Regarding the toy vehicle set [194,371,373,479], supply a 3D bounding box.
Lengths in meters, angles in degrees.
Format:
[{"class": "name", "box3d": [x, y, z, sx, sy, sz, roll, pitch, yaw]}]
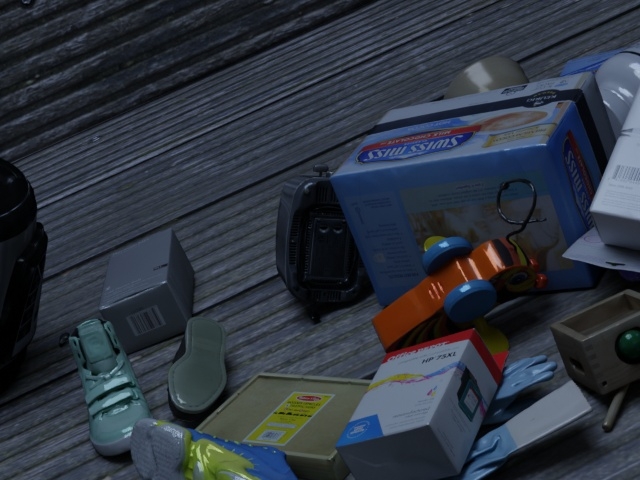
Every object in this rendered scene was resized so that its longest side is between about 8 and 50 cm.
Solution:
[{"class": "toy vehicle set", "box3d": [-0.032, 0.236, 1.855, 0.267, 0.035, 0.166, 0, 29, 43]}]

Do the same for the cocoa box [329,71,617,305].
[{"class": "cocoa box", "box3d": [0.234, -0.067, 2.059, 0.347, 0.231, 0.228, -7, 26, 33]}]

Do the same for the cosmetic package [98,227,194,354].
[{"class": "cosmetic package", "box3d": [-0.284, 0.081, 2.384, 0.127, 0.107, 0.238, -23, 24, 4]}]

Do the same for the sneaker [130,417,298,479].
[{"class": "sneaker", "box3d": [-0.119, 0.279, 1.734, 0.240, 0.091, 0.126, 27, 19, 37]}]

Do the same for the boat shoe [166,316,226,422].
[{"class": "boat shoe", "box3d": [-0.178, 0.196, 2.056, 0.081, 0.068, 0.227, 19, 28, -6]}]

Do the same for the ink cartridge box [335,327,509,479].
[{"class": "ink cartridge box", "box3d": [0.125, 0.186, 1.693, 0.134, 0.078, 0.231, -20, 22, 33]}]

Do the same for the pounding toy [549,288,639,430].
[{"class": "pounding toy", "box3d": [0.346, 0.136, 1.677, 0.130, 0.100, 0.141, -24, 10, -7]}]

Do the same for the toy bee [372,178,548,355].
[{"class": "toy bee", "box3d": [0.219, 0.063, 1.890, 0.162, 0.195, 0.298, 17, -30, -43]}]

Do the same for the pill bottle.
[{"class": "pill bottle", "box3d": [0.554, -0.241, 2.244, 0.323, 0.181, 0.181, -31, 23, -21]}]

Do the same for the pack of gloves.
[{"class": "pack of gloves", "box3d": [0.196, 0.228, 1.668, 0.232, 0.046, 0.195, -32, 20, 3]}]

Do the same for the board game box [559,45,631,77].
[{"class": "board game box", "box3d": [0.577, -0.324, 2.639, 0.281, 0.027, 0.145, -10, 22, 27]}]

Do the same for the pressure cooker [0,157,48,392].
[{"class": "pressure cooker", "box3d": [-0.652, 0.083, 2.342, 0.370, 0.420, 0.375, -14, 34, -41]}]

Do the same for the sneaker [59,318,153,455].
[{"class": "sneaker", "box3d": [-0.311, 0.201, 2.050, 0.094, 0.151, 0.256, -23, 22, -8]}]

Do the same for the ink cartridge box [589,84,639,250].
[{"class": "ink cartridge box", "box3d": [0.457, -0.092, 1.833, 0.159, 0.092, 0.218, 13, 67, 29]}]

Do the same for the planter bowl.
[{"class": "planter bowl", "box3d": [0.308, -0.224, 2.510, 0.162, 0.162, 0.109, -24, 48, -6]}]

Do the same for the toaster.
[{"class": "toaster", "box3d": [0.000, 0.000, 2.199, 0.129, 0.227, 0.146, 2, 10, -12]}]

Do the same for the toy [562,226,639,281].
[{"class": "toy", "box3d": [0.427, 0.013, 1.909, 0.137, 0.056, 0.237, 11, 27, 29]}]
